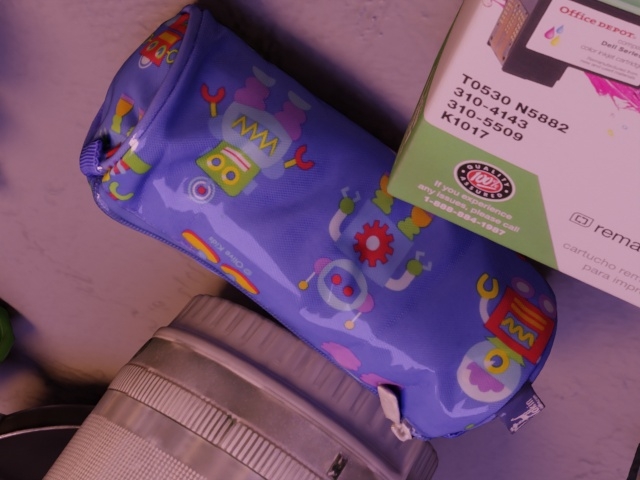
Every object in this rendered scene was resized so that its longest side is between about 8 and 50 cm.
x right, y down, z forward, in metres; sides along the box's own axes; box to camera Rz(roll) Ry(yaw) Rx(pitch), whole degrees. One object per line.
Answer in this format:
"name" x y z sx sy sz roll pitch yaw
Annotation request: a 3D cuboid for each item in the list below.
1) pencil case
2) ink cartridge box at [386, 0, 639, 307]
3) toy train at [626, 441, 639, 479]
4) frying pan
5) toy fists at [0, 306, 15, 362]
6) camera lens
"pencil case" 0.000 0.000 1.060 0.306 0.133 0.119 38 164 -15
"ink cartridge box" 0.176 -0.102 0.866 0.201 0.117 0.278 24 141 -1
"toy train" 0.286 0.177 1.161 0.184 0.080 0.105 -7 126 33
"frying pan" -0.248 0.163 1.348 0.326 0.053 0.197 17 140 -30
"toy fists" -0.364 0.046 1.321 0.279 0.096 0.142 35 141 -16
"camera lens" -0.079 0.201 1.166 0.219 0.274 0.219 32 166 9
